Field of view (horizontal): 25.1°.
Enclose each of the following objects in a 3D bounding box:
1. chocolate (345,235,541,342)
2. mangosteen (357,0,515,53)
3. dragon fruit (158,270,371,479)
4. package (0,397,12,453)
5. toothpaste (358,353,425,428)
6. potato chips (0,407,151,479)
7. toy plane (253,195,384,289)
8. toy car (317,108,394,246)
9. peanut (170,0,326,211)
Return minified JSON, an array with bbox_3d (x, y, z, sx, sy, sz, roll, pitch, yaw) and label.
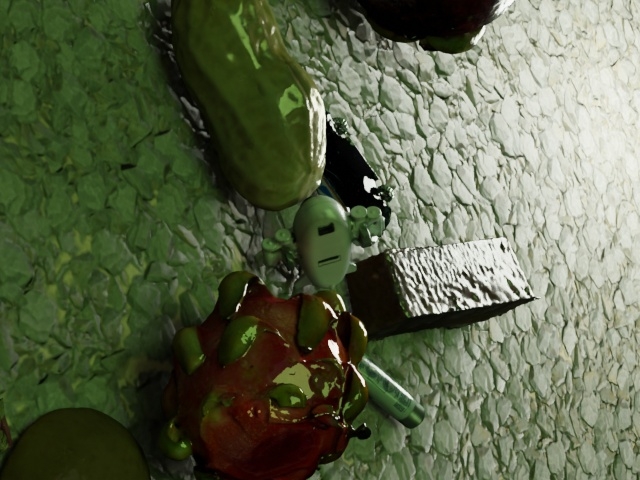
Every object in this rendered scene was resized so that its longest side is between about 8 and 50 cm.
[{"bbox_3d":[0.169,0.062,2.013,0.321,0.112,0.112,-5,73,-48],"label":"chocolate"},{"bbox_3d":[0.166,-0.401,2.007,0.300,0.300,0.300,17,67,-45],"label":"mangosteen"},{"bbox_3d":[-0.054,0.163,1.641,0.307,0.227,0.243,22,50,-57],"label":"dragon fruit"},{"bbox_3d":[-0.340,0.202,1.438,0.083,0.029,0.059,-39,132,-47],"label":"package"},{"bbox_3d":[0.054,0.172,1.890,0.239,0.039,0.062,43,46,-30],"label":"toothpaste"},{"bbox_3d":[-0.244,0.270,1.508,0.208,0.062,0.195,-10,84,-48],"label":"potato chips"},{"bbox_3d":[0.001,0.002,1.803,0.174,0.174,0.080,18,40,-45],"label":"toy plane"},{"bbox_3d":[0.027,-0.086,1.921,0.205,0.056,0.095,54,45,-18],"label":"toy car"},{"bbox_3d":[-0.085,-0.188,1.760,0.152,0.152,0.313,-32,101,-48],"label":"peanut"}]
